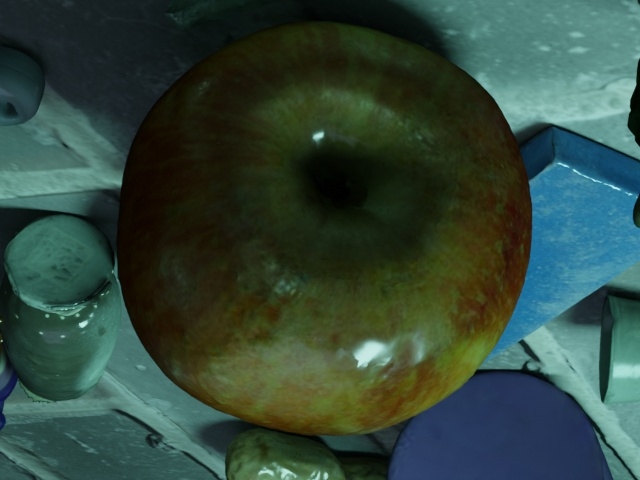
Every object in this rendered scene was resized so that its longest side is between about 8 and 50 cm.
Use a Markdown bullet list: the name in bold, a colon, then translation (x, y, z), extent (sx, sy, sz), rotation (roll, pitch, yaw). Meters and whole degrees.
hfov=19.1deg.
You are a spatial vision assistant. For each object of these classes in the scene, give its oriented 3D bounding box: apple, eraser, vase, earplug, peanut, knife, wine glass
- **apple**: translation (0.000, 0.000, 1.322), extent (0.301, 0.302, 0.301), rotation (6, 155, 3)
- **eraser**: translation (0.149, 0.016, 1.545), extent (0.144, 0.043, 0.312), rotation (21, 143, -24)
- **vase**: translation (0.356, 0.102, 1.660), extent (0.219, 0.096, 0.096), rotation (4, 155, 2)
- **earplug**: translation (0.232, 0.308, 2.009), extent (0.215, 0.215, 0.456), rotation (-2, 157, 19)
- **peanut**: translation (-0.002, 0.266, 2.108), extent (0.227, 0.086, 0.104), rotation (18, 150, -24)
- **knife**: translation (-0.370, -0.138, 1.427), extent (0.331, 0.044, 0.080), rotation (9, 155, 4)
- **wine glass**: translation (-0.234, 0.065, 1.716), extent (0.111, 0.111, 0.204), rotation (9, 151, -2)

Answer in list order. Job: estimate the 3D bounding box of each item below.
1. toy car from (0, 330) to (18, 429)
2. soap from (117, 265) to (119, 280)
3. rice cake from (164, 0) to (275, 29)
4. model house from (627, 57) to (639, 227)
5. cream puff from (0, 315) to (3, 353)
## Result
- **toy car**: translation (-0.382, 0.101, 1.784), extent (0.235, 0.172, 0.158), rotation (20, 143, -33)
- **soap**: translation (-0.124, 0.012, 1.642), extent (0.100, 0.056, 0.149), rotation (5, 155, -2)
- **rice cake**: translation (-0.054, -0.165, 1.292), extent (0.121, 0.022, 0.022), rotation (-11, 139, 35)
- **model house**: translation (0.372, -0.060, 1.054), extent (0.382, 0.335, 0.343), rotation (12, 155, 15)
- **cream puff**: translation (-0.354, 0.045, 1.561), extent (0.155, 0.269, 0.241), rotation (-33, 116, -3)
